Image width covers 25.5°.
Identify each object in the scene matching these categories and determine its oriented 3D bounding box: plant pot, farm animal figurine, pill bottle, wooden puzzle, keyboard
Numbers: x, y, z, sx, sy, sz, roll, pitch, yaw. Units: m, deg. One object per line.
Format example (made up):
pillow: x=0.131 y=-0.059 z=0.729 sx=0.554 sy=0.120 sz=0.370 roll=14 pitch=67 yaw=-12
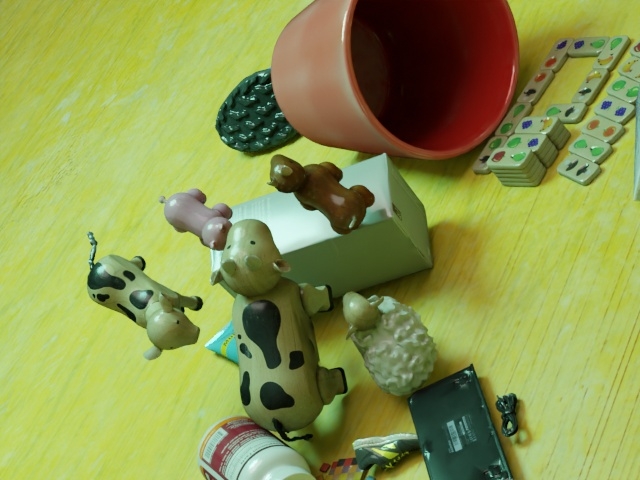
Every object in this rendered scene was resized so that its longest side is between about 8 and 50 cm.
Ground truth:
plant pot: x=0.079 y=-0.227 z=1.821 sx=0.275 sy=0.275 sz=0.243 roll=-54 pitch=23 yaw=-22
farm animal figurine: x=-0.080 y=0.068 z=1.525 sx=0.330 sy=0.327 sz=0.172 roll=-28 pitch=-8 yaw=17
pill bottle: x=-0.063 y=0.249 z=1.502 sx=0.086 sy=0.086 sz=0.152 roll=-47 pitch=32 yaw=-11
wooden puzzle: x=0.024 y=0.250 z=1.483 sx=0.083 sy=0.006 sz=0.049 roll=-13 pitch=40 yaw=37
keyboard: x=0.151 y=0.192 z=1.401 sx=0.108 sy=0.023 sz=0.180 roll=-27 pitch=33 yaw=9

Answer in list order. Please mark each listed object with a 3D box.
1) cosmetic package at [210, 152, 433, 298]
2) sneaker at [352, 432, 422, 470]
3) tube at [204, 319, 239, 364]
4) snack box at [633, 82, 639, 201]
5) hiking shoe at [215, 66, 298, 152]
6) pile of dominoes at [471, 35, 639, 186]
cosmetic package: x=0.000 y=0.000 z=1.668 sx=0.238 sy=0.127 sz=0.107 roll=-19 pitch=53 yaw=15
sneaker: x=0.074 y=0.218 z=1.453 sx=0.083 sy=0.031 sz=0.035 roll=-11 pitch=76 yaw=21
tube: x=-0.074 y=0.130 z=1.712 sx=0.080 sy=0.052 sz=0.207 roll=-38 pitch=24 yaw=-13
snack box: x=0.358 y=-0.124 z=1.546 sx=0.022 sy=0.064 sz=0.178 roll=7 pitch=45 yaw=8
hiking shoe: x=-0.020 y=-0.234 z=2.092 sx=0.304 sy=0.113 sz=0.132 roll=-36 pitch=0 yaw=19
pile of dominoes: x=0.295 y=-0.169 z=1.696 sx=0.196 sy=0.040 sz=0.251 roll=5 pitch=53 yaw=50
